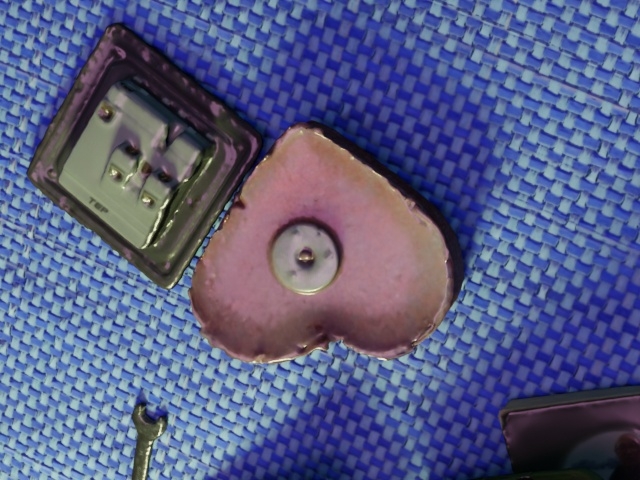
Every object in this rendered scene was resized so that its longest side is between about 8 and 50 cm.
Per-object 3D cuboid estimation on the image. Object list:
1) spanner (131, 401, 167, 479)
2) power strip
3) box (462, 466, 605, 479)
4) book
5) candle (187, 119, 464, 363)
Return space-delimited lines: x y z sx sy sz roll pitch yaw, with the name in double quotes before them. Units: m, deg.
"spanner" -0.253 0.339 1.834 0.054 0.015 0.254 17 113 14
"power strip" -0.233 -0.097 1.638 0.257 0.092 0.251 38 120 9
"box" 0.205 0.415 1.525 0.329 0.178 0.252 -22 88 54
"book" 0.373 0.356 1.559 0.260 0.043 0.371 -10 96 25
"candle" 0.000 0.000 1.569 0.317 0.131 0.287 -11 97 14
